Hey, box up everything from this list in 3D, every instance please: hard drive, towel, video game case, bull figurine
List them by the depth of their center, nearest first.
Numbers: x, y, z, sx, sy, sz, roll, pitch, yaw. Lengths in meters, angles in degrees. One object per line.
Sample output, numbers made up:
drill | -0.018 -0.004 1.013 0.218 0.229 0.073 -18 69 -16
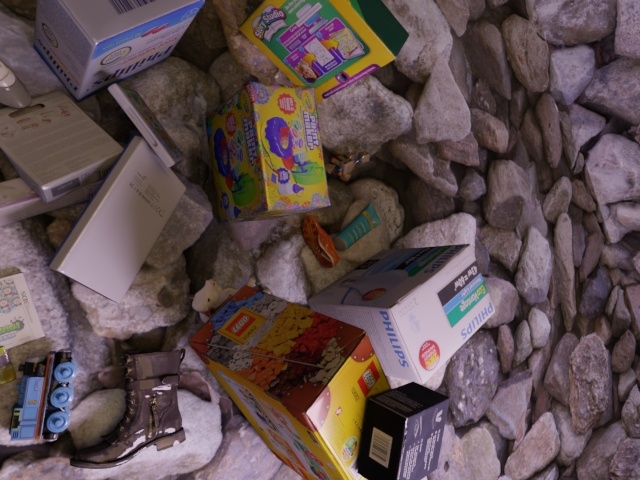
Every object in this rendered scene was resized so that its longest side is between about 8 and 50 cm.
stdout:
towel | -0.647 0.254 0.907 0.060 0.009 0.083 -18 113 -34
video game case | -0.661 0.154 0.915 0.157 0.019 0.143 -19 96 -34
hard drive | -0.428 -0.040 1.007 0.210 0.040 0.318 68 42 -63
video game case | -0.385 -0.257 1.039 0.023 0.212 0.193 -34 107 -1
bull figurine | -0.200 0.205 1.169 0.188 0.101 0.310 -36 117 -31

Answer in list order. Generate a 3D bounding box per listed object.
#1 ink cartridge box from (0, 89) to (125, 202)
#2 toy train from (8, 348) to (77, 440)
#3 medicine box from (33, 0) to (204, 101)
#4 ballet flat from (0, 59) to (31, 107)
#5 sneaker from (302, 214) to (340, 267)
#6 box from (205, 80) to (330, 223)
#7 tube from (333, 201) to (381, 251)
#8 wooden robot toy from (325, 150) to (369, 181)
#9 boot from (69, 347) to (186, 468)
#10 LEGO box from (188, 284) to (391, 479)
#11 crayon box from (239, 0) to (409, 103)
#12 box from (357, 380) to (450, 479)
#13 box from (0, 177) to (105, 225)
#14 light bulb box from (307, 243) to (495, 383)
ink cartridge box | -0.559 -0.204 0.965 0.232 0.066 0.189 38 52 16
toy train | -0.563 0.314 0.933 0.105 0.080 0.183 8 81 -28
medicine box | -0.431 -0.458 0.966 0.263 0.289 0.149 -43 107 -30
ballet flat | -0.677 -0.356 0.910 0.213 0.068 0.072 46 56 -17
sneaker | 0.000 0.000 1.370 0.067 0.064 0.175 -48 119 -49
box | -0.140 -0.204 1.150 0.177 0.279 0.289 -8 90 -35
tube | 0.122 -0.040 1.460 0.207 0.052 0.080 -40 117 -37
wooden robot toy | 0.077 -0.227 1.447 0.173 0.076 0.078 -30 138 -33
boot | -0.425 0.364 1.029 0.263 0.091 0.228 -4 82 -39
LEGO box | -0.018 0.379 1.042 0.193 0.373 0.499 -46 129 -29
crayon box | -0.003 -0.561 1.226 0.313 0.363 0.106 40 65 -25
box | 0.163 0.377 0.889 0.158 0.093 0.155 2 99 -46
box | -0.608 -0.087 0.936 0.324 0.067 0.063 -26 74 -33
light bulb box | 0.226 0.190 1.315 0.358 0.361 0.225 -31 103 -33
